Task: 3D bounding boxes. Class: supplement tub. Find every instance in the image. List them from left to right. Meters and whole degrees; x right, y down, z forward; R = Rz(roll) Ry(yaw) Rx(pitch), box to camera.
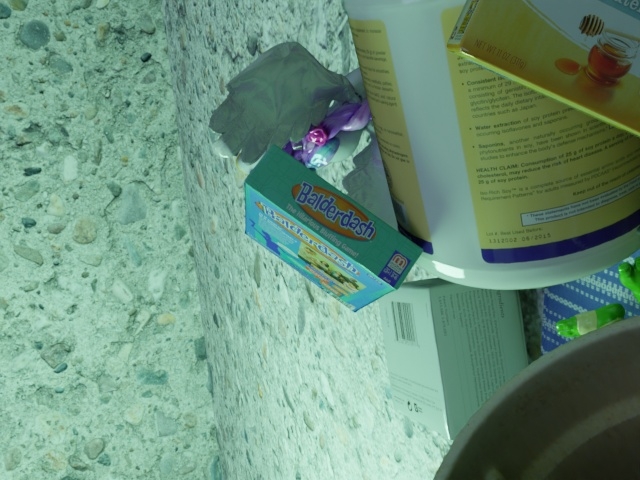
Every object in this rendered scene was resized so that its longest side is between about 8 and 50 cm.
[{"bbox_3d":[0.154,-0.153,0.539,0.241,0.240,0.332,35,146,58],"label":"supplement tub"}]

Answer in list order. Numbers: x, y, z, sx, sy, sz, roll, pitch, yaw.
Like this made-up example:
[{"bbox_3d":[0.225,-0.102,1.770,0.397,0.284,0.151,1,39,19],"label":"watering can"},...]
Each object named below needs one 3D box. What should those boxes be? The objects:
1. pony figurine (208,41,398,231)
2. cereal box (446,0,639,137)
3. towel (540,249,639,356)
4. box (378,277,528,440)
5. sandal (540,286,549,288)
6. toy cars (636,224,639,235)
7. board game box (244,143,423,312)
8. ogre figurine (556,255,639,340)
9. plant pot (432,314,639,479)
[{"bbox_3d":[0.023,-0.154,0.854,0.303,0.351,0.363,42,157,-19],"label":"pony figurine"},{"bbox_3d":[0.202,-0.190,0.367,0.047,0.172,0.240,-92,24,-72],"label":"cereal box"},{"bbox_3d":[0.319,0.132,0.632,0.243,0.040,0.336,31,129,57],"label":"towel"},{"bbox_3d":[0.167,0.139,0.821,0.181,0.118,0.182,165,97,-75],"label":"box"},{"bbox_3d":[0.183,-0.021,0.767,0.303,0.086,0.120,-140,44,-75],"label":"sandal"},{"bbox_3d":[0.293,-0.036,0.287,0.087,0.177,0.394,34,161,0],"label":"toy cars"},{"bbox_3d":[0.000,0.000,0.635,0.160,0.047,0.210,36,167,1],"label":"board game box"},{"bbox_3d":[0.281,0.095,0.552,0.197,0.096,0.118,-52,36,40],"label":"ogre figurine"},{"bbox_3d":[0.273,0.263,0.394,0.306,0.334,0.333,53,164,-21],"label":"plant pot"}]
